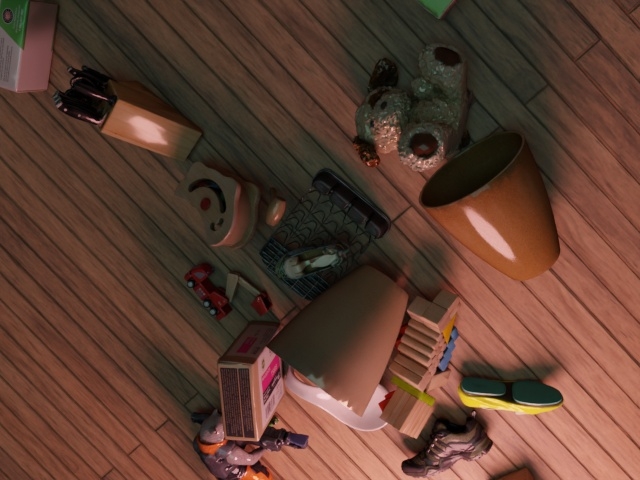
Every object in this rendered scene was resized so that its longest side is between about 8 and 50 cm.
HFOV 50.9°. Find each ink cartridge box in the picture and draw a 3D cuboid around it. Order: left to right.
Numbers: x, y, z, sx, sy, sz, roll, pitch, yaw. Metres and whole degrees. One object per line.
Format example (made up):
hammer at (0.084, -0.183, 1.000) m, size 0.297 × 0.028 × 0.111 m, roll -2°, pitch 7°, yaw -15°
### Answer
ink cartridge box at (-0.773, -0.484, 1.544) m, size 0.289 × 0.121 × 0.211 m, roll 19°, pitch 109°, yaw 8°
ink cartridge box at (-0.155, 0.320, 1.564) m, size 0.088 × 0.234 × 0.193 m, roll 1°, pitch 106°, yaw 13°
ink cartridge box at (0.275, -0.526, 1.288) m, size 0.062 × 0.109 × 0.209 m, roll 40°, pitch 110°, yaw -1°

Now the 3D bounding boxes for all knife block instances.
knife block at (-0.425, -0.269, 1.458) m, size 0.276 × 0.242 × 0.088 m, roll 37°, pitch 111°, yaw 1°

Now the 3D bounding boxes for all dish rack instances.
dish rack at (0.000, 0.000, 1.526) m, size 0.208 × 0.074 × 0.271 m, roll 40°, pitch 112°, yaw 1°

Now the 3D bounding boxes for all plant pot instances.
plant pot at (0.065, 0.197, 1.471) m, size 0.256 × 0.256 × 0.274 m, roll 37°, pitch 82°, yaw 1°
plant pot at (0.369, -0.049, 1.355) m, size 0.237 × 0.237 × 0.254 m, roll -34°, pitch 108°, yaw 20°

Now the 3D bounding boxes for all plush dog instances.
plush dog at (0.179, -0.250, 1.377) m, size 0.226 × 0.210 × 0.262 m, roll 10°, pitch 80°, yaw 25°

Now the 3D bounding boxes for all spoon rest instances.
spoon rest at (0.041, 0.372, 1.612) m, size 0.276 × 0.084 × 0.137 m, roll 18°, pitch 109°, yaw 9°

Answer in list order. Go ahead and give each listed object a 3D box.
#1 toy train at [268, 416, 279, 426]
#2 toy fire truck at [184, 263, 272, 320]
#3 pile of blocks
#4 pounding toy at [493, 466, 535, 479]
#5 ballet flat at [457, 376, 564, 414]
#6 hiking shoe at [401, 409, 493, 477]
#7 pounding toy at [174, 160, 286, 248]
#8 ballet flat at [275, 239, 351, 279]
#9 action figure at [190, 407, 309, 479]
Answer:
toy train at (-0.142, 0.474, 1.716) m, size 0.083 × 0.023 × 0.017 m, roll -29°, pitch 97°, yaw 20°
toy fire truck at (-0.222, 0.121, 1.623) m, size 0.135 × 0.047 × 0.192 m, roll -37°, pitch 94°, yaw 19°
pile of blocks at (0.221, 0.270, 1.537) m, size 0.113 × 0.149 × 0.362 m, roll 27°, pitch 105°, yaw 37°
pounding toy at (0.479, 0.628, 1.570) m, size 0.130 × 0.100 × 0.141 m, roll -31°, pitch 96°, yaw 20°
ballet flat at (0.428, 0.359, 1.529) m, size 0.231 × 0.077 × 0.077 m, roll 4°, pitch 127°, yaw 15°
hiking shoe at (0.285, 0.480, 1.596) m, size 0.227 × 0.086 × 0.114 m, roll -26°, pitch 85°, yaw 13°
pounding toy at (-0.190, -0.065, 1.513) m, size 0.270 × 0.155 × 0.154 m, roll 29°, pitch 101°, yaw 37°
ballet flat at (-0.025, 0.046, 1.473) m, size 0.188 × 0.070 × 0.070 m, roll -22°, pitch 99°, yaw 21°
action figure at (-0.185, 0.549, 1.650) m, size 0.341 × 0.178 × 0.330 m, roll -3°, pitch 124°, yaw 32°
